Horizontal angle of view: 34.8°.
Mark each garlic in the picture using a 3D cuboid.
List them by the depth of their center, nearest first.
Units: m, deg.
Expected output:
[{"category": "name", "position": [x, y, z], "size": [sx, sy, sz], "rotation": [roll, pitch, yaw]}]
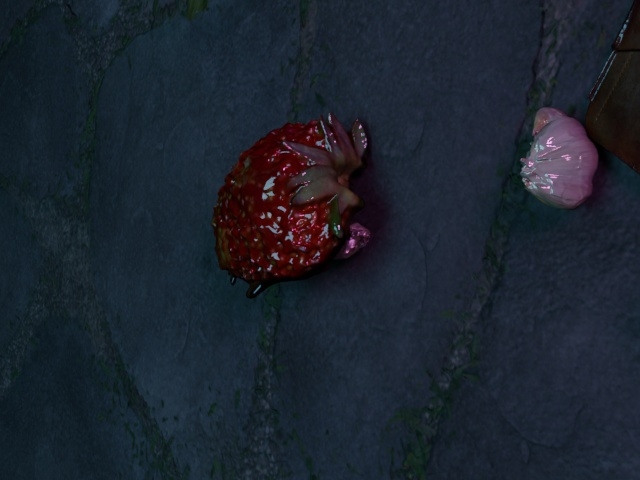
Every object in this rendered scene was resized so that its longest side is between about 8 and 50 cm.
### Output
[{"category": "garlic", "position": [0.247, -0.087, 1.058], "size": [0.074, 0.094, 0.113], "rotation": [-29, 72, 29]}]

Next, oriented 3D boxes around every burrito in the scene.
[{"category": "burrito", "position": [0.001, 0.001, 1.385], "size": [0.188, 0.045, 0.058], "rotation": [-2, 64, 53]}]

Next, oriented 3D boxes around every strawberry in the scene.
[{"category": "strawberry", "position": [-0.082, -0.041, 1.365], "size": [0.306, 0.137, 0.234], "rotation": [-26, 48, 39]}]

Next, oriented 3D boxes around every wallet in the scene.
[{"category": "wallet", "position": [0.344, -0.190, 0.983], "size": [0.137, 0.031, 0.255], "rotation": [46, 123, 41]}]
